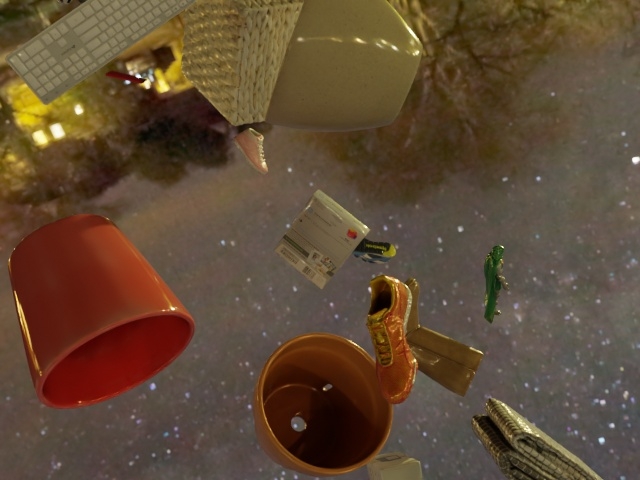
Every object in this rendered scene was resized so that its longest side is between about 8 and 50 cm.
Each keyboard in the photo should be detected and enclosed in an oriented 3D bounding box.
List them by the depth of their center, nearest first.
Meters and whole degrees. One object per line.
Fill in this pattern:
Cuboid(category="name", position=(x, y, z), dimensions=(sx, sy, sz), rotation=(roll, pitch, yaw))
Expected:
Cuboid(category="keyboard", position=(-0.257, -0.267, 0.846), dimensions=(0.256, 0.072, 0.014), rotation=(-35, -142, -1))

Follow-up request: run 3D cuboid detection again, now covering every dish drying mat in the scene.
Cuboid(category="dish drying mat", position=(-0.421, -0.353, 1.497), dimensions=(0.083, 0.008, 0.032), rotation=(16, -152, 8))

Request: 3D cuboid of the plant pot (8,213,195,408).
Cuboid(category="plant pot", position=(-0.384, 0.108, 1.158), dimensions=(0.275, 0.243, 0.275), rotation=(-29, 156, -14))

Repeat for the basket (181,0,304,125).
Cuboid(category="basket", position=(-0.166, -0.508, 1.737), dimensions=(0.267, 0.328, 0.331), rotation=(-16, -134, -30))

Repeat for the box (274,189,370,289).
Cuboid(category="box", position=(0.000, 0.000, 1.536), dimensions=(0.186, 0.145, 0.038), rotation=(-54, 176, 35))

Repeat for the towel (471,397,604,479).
Cuboid(category="towel", position=(0.489, 0.500, 1.553), dimensions=(0.121, 0.284, 0.235), rotation=(-53, -175, 1))

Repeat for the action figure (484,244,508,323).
Cuboid(category="action figure", position=(0.505, 0.110, 1.997), dimensions=(0.064, 0.232, 0.137), rotation=(-4, -143, 2))

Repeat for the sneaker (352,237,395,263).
Cuboid(category="sneaker", position=(0.115, 0.028, 1.755), dimensions=(0.144, 0.059, 0.053), rotation=(15, -126, -7))

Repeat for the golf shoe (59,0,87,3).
Cuboid(category="golf shoe", position=(-0.562, -0.532, 1.443), dimensions=(0.186, 0.086, 0.067), rotation=(14, -135, 32))

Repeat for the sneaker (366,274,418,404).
Cuboid(category="sneaker", position=(0.086, 0.130, 0.915), dimensions=(0.064, 0.067, 0.175), rotation=(-27, -126, 36))

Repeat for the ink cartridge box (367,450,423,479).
Cuboid(category="ink cartridge box", position=(0.173, 0.567, 1.547), dimensions=(0.093, 0.154, 0.212), rotation=(-10, 170, -5))

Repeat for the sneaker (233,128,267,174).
Cuboid(category="sneaker", position=(-0.177, -0.252, 1.922), dimensions=(0.070, 0.134, 0.051), rotation=(-35, -174, 19))

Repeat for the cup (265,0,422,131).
Cuboid(category="cup", position=(0.058, -0.346, 1.346), dimensions=(0.237, 0.331, 0.331), rotation=(20, -162, -6))

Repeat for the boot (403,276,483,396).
Cuboid(category="boot", position=(0.309, 0.254, 1.847), dimensions=(0.270, 0.236, 0.089), rotation=(26, -160, 17))

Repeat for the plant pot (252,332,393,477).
Cuboid(category="plant pot", position=(-0.018, 0.368, 1.472), dimensions=(0.291, 0.291, 0.203), rotation=(-34, 167, -34))
